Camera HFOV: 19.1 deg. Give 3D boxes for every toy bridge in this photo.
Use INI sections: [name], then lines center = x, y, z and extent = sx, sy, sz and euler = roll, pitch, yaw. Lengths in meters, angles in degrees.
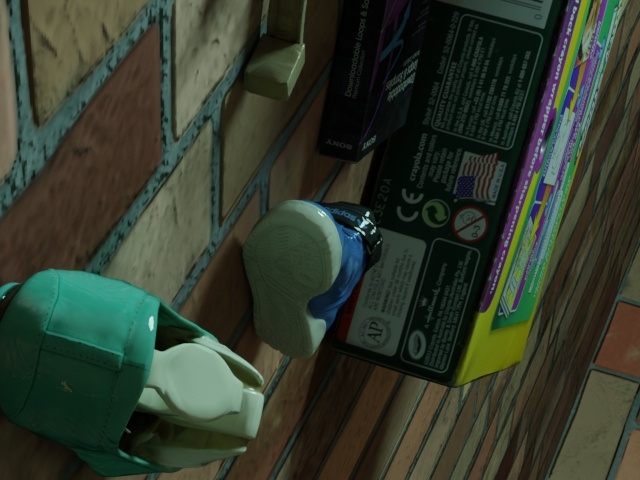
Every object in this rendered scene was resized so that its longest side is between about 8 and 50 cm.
[toy bridge]
center = -0.020, -0.153, 0.914
extent = 0.188, 0.026, 0.063
euler = 88, 20, -52

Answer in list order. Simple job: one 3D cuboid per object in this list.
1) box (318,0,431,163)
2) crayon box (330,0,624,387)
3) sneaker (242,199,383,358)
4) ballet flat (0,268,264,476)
[box]
center = 0.042, -0.137, 1.170
extent = 0.116, 0.029, 0.162
euler = -42, 147, -65
[crayon box]
center = 0.134, -0.084, 1.433
extent = 0.313, 0.106, 0.363
euler = 1, 105, -77
[sneaker]
center = -0.001, 0.000, 1.089
extent = 0.085, 0.058, 0.152
euler = -59, 165, -28
[ballet flat]
center = -0.072, 0.069, 0.836
extent = 0.247, 0.087, 0.083
euler = 43, 64, -75
